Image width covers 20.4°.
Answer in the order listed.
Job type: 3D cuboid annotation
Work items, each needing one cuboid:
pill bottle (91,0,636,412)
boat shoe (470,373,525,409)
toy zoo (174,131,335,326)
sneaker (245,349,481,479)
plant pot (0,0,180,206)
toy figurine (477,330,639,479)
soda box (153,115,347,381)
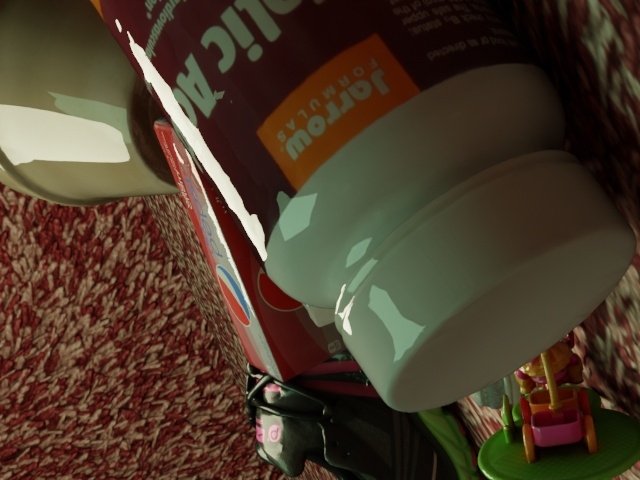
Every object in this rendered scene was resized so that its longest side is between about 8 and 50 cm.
[{"bbox_3d":[0.019,-0.096,1.173,0.392,0.224,0.224,56,169,23],"label":"pill bottle"},{"bbox_3d":[0.078,0.045,1.618,0.320,0.103,0.118,54,168,36],"label":"boat shoe"},{"bbox_3d":[0.029,-0.052,1.337,0.293,0.192,0.030,51,167,41],"label":"toy zoo"},{"bbox_3d":[-0.003,0.148,1.960,0.483,0.202,0.185,58,164,-9],"label":"sneaker"},{"bbox_3d":[-0.206,-0.172,1.956,0.280,0.323,0.323,22,144,49],"label":"plant pot"},{"bbox_3d":[0.171,0.081,1.348,0.173,0.130,0.159,-75,-26,-70],"label":"toy figurine"},{"bbox_3d":[-0.062,-0.006,1.657,0.092,0.083,0.263,18,132,67],"label":"soda box"}]
